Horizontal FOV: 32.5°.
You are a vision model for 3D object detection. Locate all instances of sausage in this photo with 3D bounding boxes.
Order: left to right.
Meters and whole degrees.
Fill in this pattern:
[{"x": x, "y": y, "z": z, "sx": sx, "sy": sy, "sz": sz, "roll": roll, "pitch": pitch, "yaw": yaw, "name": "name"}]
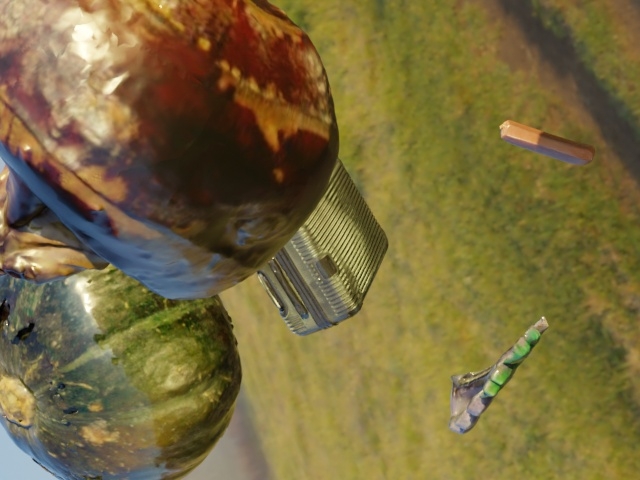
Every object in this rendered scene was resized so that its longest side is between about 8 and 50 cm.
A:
[{"x": 0.333, "y": -0.144, "z": 1.624, "sx": 0.035, "sy": 0.147, "sz": 0.030, "roll": 107, "pitch": 180, "yaw": -59, "name": "sausage"}]

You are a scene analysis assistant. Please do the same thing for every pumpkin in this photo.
[{"x": -0.325, "y": 0.169, "z": 1.646, "sx": 0.454, "sy": 0.344, "sz": 0.454, "roll": 31, "pitch": 133, "yaw": 40, "name": "pumpkin"}]

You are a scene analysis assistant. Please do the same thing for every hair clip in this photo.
[{"x": 0.183, "y": 0.139, "z": 1.178, "sx": 0.052, "sy": 0.124, "sz": 0.195, "roll": 36, "pitch": 151, "yaw": 6, "name": "hair clip"}]

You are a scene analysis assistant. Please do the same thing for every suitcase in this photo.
[{"x": 0.000, "y": 0.000, "z": 1.744, "sx": 0.202, "sy": 0.128, "sz": 0.312, "roll": 59, "pitch": -155, "yaw": -14, "name": "suitcase"}]

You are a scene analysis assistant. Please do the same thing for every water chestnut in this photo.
[{"x": -0.107, "y": -0.062, "z": 0.619, "sx": 0.223, "sy": 0.238, "sz": 0.223, "roll": 46, "pitch": 178, "yaw": 2, "name": "water chestnut"}]
